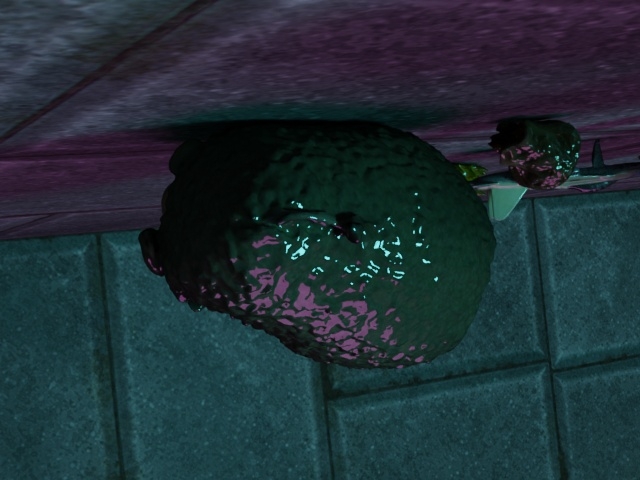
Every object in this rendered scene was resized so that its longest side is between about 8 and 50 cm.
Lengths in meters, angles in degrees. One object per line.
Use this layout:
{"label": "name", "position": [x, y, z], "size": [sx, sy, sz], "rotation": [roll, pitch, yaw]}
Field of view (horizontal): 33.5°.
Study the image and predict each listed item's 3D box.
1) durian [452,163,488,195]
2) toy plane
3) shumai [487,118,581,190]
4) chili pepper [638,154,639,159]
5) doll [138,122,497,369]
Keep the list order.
{"label": "durian", "position": [0.143, -0.074, 1.659], "size": [0.169, 0.158, 0.352], "rotation": [35, -157, 31]}
{"label": "toy plane", "position": [0.325, -0.097, 1.445], "size": [0.262, 0.088, 0.192], "rotation": [-16, -175, -1]}
{"label": "shumai", "position": [0.222, -0.094, 1.106], "size": [0.083, 0.082, 0.080], "rotation": [-31, 165, 29]}
{"label": "chili pepper", "position": [0.560, -0.144, 1.726], "size": [0.083, 0.017, 0.030], "rotation": [-9, 177, 26]}
{"label": "doll", "position": [0.000, 0.000, 0.982], "size": [0.247, 0.247, 0.350], "rotation": [-7, 170, 38]}
